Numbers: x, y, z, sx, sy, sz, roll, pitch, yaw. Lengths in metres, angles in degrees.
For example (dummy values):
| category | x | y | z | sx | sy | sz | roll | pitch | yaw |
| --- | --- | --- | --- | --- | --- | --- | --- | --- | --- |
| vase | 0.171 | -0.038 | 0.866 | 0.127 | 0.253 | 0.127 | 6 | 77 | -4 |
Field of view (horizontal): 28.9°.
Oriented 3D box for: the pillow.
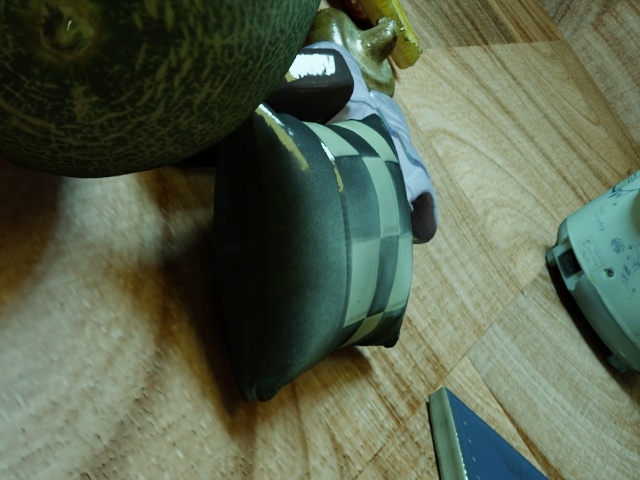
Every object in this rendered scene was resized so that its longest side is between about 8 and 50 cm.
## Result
| category | x | y | z | sx | sy | sz | roll | pitch | yaw |
| --- | --- | --- | --- | --- | --- | --- | --- | --- | --- |
| pillow | 0.000 | 0.000 | 0.851 | 0.250 | 0.106 | 0.186 | -6 | 94 | -68 |

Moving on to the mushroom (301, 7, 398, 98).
| category | x | y | z | sx | sy | sz | roll | pitch | yaw |
| --- | --- | --- | --- | --- | --- | --- | --- | --- | --- |
| mushroom | 0.028 | -0.176 | 1.233 | 0.126 | 0.085 | 0.109 | 38 | 62 | -42 |

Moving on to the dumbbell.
| category | x | y | z | sx | sy | sz | roll | pitch | yaw |
| --- | --- | --- | --- | --- | --- | --- | --- | --- | --- |
| dumbbell | -0.076 | -0.174 | 0.901 | 0.140 | 0.124 | 0.225 | -13 | 74 | -47 |

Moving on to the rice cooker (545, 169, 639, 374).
| category | x | y | z | sx | sy | sz | roll | pitch | yaw |
| --- | --- | --- | --- | --- | --- | --- | --- | --- | --- |
| rice cooker | 0.466 | 0.016 | 1.585 | 0.316 | 0.316 | 0.264 | 38 | 27 | -37 |

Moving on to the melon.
| category | x | y | z | sx | sy | sz | roll | pitch | yaw |
| --- | --- | --- | --- | --- | --- | --- | --- | --- | --- |
| melon | -0.119 | -0.173 | 0.687 | 0.248 | 0.248 | 0.329 | 44 | 22 | -27 |

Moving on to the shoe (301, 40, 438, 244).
| category | x | y | z | sx | sy | sz | roll | pitch | yaw |
| --- | --- | --- | --- | --- | --- | --- | --- | --- | --- |
| shoe | 0.030 | -0.077 | 1.073 | 0.138 | 0.095 | 0.245 | 62 | 16 | 24 |

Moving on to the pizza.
| category | x | y | z | sx | sy | sz | roll | pitch | yaw |
| --- | --- | --- | --- | --- | --- | --- | --- | --- | --- |
| pizza | 0.057 | -0.307 | 1.525 | 0.188 | 0.062 | 0.199 | 60 | 12 | -23 |

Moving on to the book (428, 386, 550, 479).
| category | x | y | z | sx | sy | sz | roll | pitch | yaw |
| --- | --- | --- | --- | --- | --- | --- | --- | --- | --- |
| book | 0.184 | 0.257 | 1.006 | 0.269 | 0.025 | 0.191 | 42 | 24 | -31 |
